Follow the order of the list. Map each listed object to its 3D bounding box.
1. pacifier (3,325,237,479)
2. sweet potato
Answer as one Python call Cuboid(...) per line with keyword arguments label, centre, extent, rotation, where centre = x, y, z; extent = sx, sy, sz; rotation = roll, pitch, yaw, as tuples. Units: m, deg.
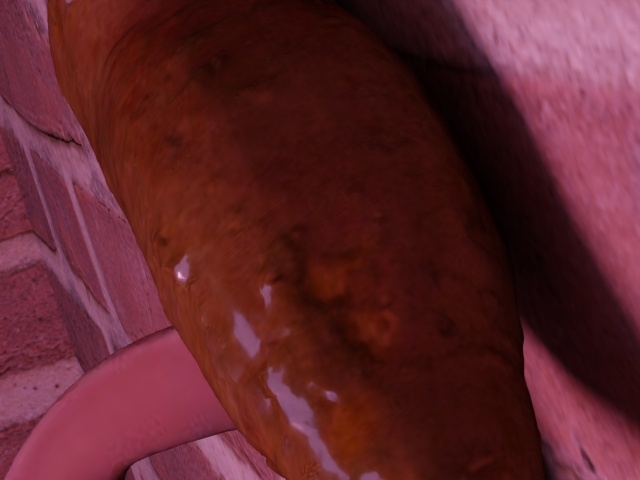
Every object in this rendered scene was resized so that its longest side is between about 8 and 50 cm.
Cuboid(label="pacifier", centre=(0.000, 0.189, 0.738), extent=(0.220, 0.273, 0.332), rotation=(-19, 89, 51))
Cuboid(label="sweet potato", centre=(0.002, 0.001, 0.629), extent=(0.336, 0.131, 0.131), rotation=(-124, 19, -49))
